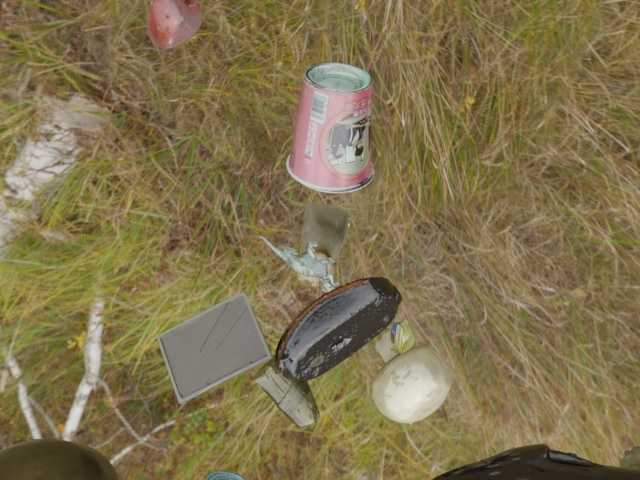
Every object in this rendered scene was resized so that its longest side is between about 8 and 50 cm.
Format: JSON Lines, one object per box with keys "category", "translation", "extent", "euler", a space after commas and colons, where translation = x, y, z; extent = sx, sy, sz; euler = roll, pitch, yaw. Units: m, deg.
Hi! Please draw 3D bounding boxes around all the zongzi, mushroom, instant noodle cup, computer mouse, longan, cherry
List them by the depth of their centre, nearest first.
{"category": "longan", "translation": [-0.534, 0.540, 0.963], "extent": [0.360, 0.361, 0.361], "euler": [2, 116, 5]}
{"category": "cherry", "translation": [-0.284, -0.431, 1.050], "extent": [0.087, 0.106, 0.126], "euler": [54, 143, 22]}
{"category": "computer mouse", "translation": [0.031, 0.187, 1.208], "extent": [0.323, 0.116, 0.183], "euler": [-34, 144, -7]}
{"category": "instant noodle cup", "translation": [0.034, -0.284, 1.317], "extent": [0.243, 0.244, 0.255], "euler": [8, 130, 2]}
{"category": "zongzi", "translation": [-0.073, 0.430, 1.615], "extent": [0.112, 0.242, 0.221], "euler": [-38, 88, 18]}
{"category": "mushroom", "translation": [0.008, 0.002, 1.736], "extent": [0.154, 0.407, 0.138], "euler": [22, 122, -9]}
{"category": "mushroom", "translation": [0.299, 0.476, 1.946], "extent": [0.314, 0.336, 0.315], "euler": [-15, 130, -19]}

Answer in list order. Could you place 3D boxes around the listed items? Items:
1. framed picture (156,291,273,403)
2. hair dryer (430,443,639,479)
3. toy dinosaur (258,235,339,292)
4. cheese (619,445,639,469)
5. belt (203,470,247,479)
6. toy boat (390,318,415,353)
{"category": "framed picture", "translation": [-0.268, 0.263, 1.336], "extent": [0.259, 0.023, 0.189], "euler": [-28, 69, 0]}
{"category": "hair dryer", "translation": [0.218, 0.328, 0.360], "extent": [0.303, 0.360, 0.120], "euler": [-9, 158, 20]}
{"category": "toy dinosaur", "translation": [-0.057, 0.059, 1.429], "extent": [0.242, 0.053, 0.167], "euler": [18, 141, 5]}
{"category": "cheese", "translation": [0.470, 0.414, 0.766], "extent": [0.091, 0.202, 0.176], "euler": [-1, 99, 33]}
{"category": "belt", "translation": [-0.181, 0.533, 1.028], "extent": [0.147, 0.163, 0.082], "euler": [19, 120, -32]}
{"category": "toy boat", "translation": [0.226, 0.274, 1.514], "extent": [0.065, 0.066, 0.172], "euler": [-34, 150, -20]}
